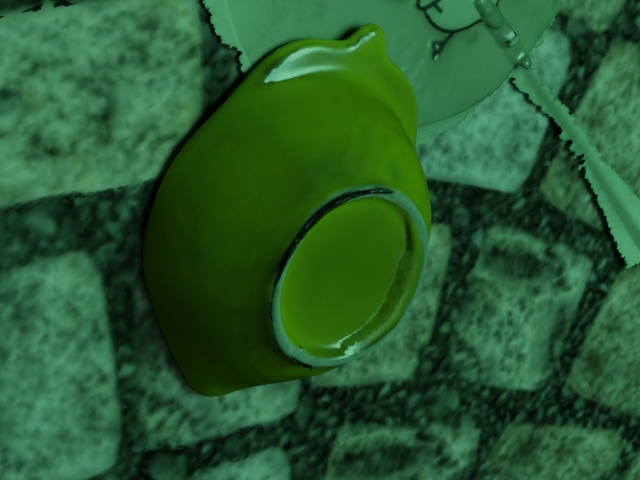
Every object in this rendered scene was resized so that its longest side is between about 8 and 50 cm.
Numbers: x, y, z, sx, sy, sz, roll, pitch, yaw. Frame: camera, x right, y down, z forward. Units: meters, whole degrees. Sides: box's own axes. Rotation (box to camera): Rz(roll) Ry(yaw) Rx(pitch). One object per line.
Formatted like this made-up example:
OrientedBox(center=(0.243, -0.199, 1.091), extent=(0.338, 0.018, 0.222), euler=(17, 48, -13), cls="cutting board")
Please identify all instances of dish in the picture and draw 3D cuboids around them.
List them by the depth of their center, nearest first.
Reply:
OrientedBox(center=(0.000, 0.000, 0.799), extent=(0.149, 0.080, 0.207), euler=(14, 106, -38), cls="dish")

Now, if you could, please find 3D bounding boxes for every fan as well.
OrientedBox(center=(0.095, -0.109, 0.865), extent=(0.233, 0.012, 0.415), euler=(-51, 130, -4), cls="fan")
